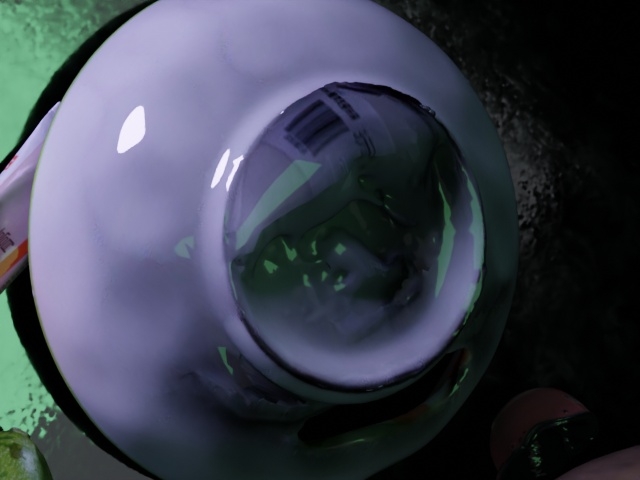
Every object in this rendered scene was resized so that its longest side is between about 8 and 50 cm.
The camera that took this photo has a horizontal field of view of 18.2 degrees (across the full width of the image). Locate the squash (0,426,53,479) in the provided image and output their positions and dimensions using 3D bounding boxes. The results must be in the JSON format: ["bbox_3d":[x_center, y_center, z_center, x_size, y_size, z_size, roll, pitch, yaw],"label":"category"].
[{"bbox_3d":[-0.259,0.272,1.069,0.107,0.107,0.395,41,73,-20],"label":"squash"}]

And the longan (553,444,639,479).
[{"bbox_3d":[0.232,0.286,1.179,0.361,0.361,0.361,0,90,-26],"label":"longan"}]

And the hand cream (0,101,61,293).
[{"bbox_3d":[-0.198,0.015,1.142,0.216,0.038,0.052,-49,136,-21],"label":"hand cream"}]

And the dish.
[{"bbox_3d":[0.000,0.000,1.172,0.324,0.124,0.324,0,90,-29],"label":"dish"}]

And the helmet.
[{"bbox_3d":[0.134,0.126,1.289,0.084,0.049,0.065,-43,146,6],"label":"helmet"}]
